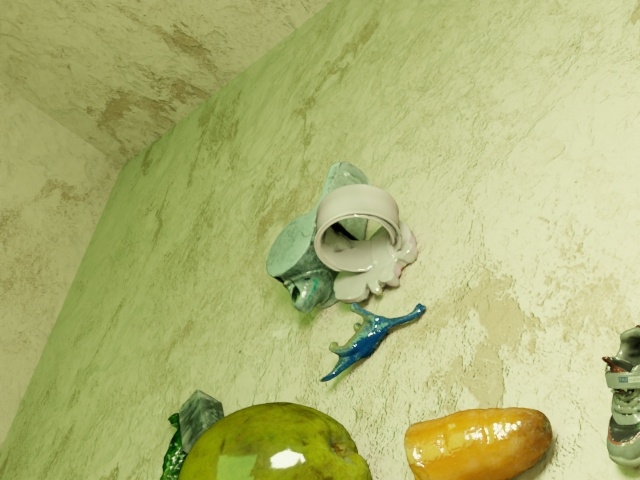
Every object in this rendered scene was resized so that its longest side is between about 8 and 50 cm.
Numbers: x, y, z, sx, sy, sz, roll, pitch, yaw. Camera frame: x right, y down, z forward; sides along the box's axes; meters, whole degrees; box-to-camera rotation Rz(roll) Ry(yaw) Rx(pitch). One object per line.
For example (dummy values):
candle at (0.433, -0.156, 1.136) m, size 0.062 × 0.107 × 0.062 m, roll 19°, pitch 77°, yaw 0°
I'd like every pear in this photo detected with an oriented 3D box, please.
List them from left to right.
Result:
pear at (-0.106, 0.483, 1.745) m, size 0.413 × 0.352 × 0.352 m, roll -32°, pitch 33°, yaw 20°

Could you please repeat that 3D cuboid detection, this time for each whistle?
whistle at (0.021, -0.010, 2.270) m, size 0.405 × 0.168 × 0.188 m, roll -58°, pitch 27°, yaw -7°

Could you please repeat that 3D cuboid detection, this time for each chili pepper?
chili pepper at (-0.382, 0.560, 2.368) m, size 0.122 × 0.065 × 0.279 m, roll -44°, pitch 26°, yaw 38°

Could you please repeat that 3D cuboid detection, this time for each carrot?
carrot at (0.276, 0.345, 1.492) m, size 0.225 × 0.159 × 0.159 m, roll -27°, pitch 37°, yaw 28°

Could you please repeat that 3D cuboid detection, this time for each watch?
watch at (0.080, 0.009, 2.082) m, size 0.244 × 0.231 × 0.196 m, roll -31°, pitch 37°, yaw 26°

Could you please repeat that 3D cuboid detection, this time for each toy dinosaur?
toy dinosaur at (0.110, 0.227, 1.972) m, size 0.188 × 0.075 × 0.248 m, roll 12°, pitch 62°, yaw 53°

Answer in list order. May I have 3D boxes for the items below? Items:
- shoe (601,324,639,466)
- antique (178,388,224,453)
shoe at (0.473, 0.218, 1.340) m, size 0.099 × 0.125 × 0.228 m, roll -3°, pitch 54°, yaw 53°
antique at (-0.303, 0.473, 2.314) m, size 0.086 × 0.088 × 0.183 m, roll -46°, pitch 28°, yaw 12°
